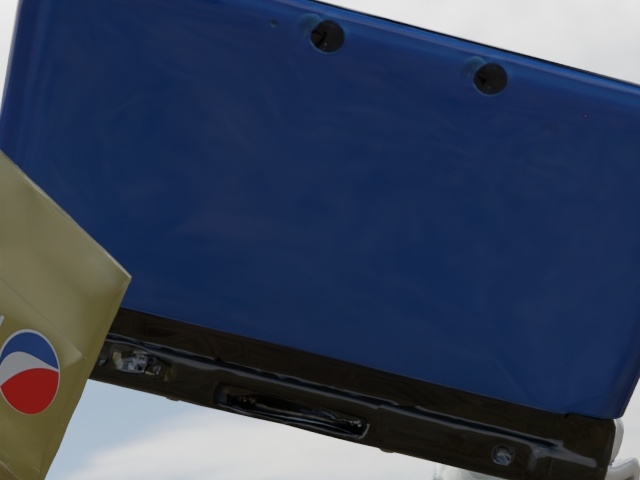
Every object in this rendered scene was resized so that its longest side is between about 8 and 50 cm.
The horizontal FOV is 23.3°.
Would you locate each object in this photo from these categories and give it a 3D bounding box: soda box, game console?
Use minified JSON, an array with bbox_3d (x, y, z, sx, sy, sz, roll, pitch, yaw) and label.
[{"bbox_3d":[-0.135,0.026,0.359,0.181,0.058,0.061,-12,-45,35],"label":"soda box"},{"bbox_3d":[0.000,0.000,0.718,0.293,0.173,0.250,15,-2,-5],"label":"game console"}]

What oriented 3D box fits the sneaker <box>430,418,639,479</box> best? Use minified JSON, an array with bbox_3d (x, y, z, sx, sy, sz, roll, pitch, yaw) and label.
[{"bbox_3d":[0.167,0.230,0.919,0.118,0.292,0.110,-27,-8,-27],"label":"sneaker"}]
